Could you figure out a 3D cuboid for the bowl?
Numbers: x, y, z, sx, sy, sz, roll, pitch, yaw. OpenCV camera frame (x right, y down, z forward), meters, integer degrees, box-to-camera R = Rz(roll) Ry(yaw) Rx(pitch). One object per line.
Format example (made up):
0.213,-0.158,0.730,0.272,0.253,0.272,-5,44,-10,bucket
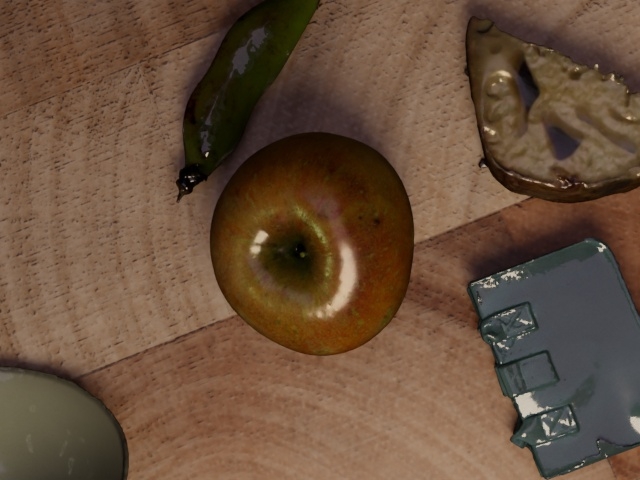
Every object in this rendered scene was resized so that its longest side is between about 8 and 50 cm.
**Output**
-0.360,0.292,0.929,0.337,0.337,0.157,4,121,4,bowl

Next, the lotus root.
0.261,-0.132,1.038,0.261,0.074,0.170,23,85,7,lotus root

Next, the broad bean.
-0.093,-0.194,1.071,0.077,0.061,0.339,29,84,0,broad bean

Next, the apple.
0.000,0.000,0.978,0.237,0.207,0.236,1,95,16,apple

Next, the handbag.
0.268,0.129,1.001,0.179,0.062,0.229,-22,80,2,handbag
